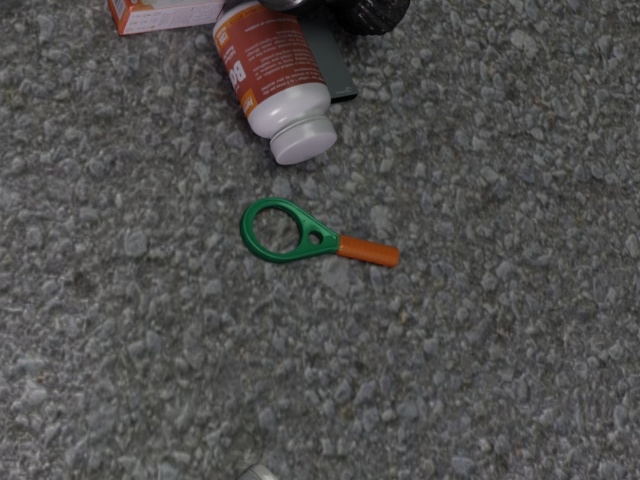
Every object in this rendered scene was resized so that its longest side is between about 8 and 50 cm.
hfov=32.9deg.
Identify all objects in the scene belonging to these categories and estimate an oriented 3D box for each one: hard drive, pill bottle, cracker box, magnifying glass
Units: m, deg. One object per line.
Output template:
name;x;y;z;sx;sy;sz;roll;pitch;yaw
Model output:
hard drive;-0.010;-0.264;1.612;0.094;0.022;0.135;-15;75;-28
pill bottle;-0.059;-0.221;1.514;0.121;0.121;0.216;-15;74;-28
cracker box;-0.198;-0.391;1.561;0.232;0.067;0.155;-14;74;-29
magnifying glass;0.000;0.000;1.502;0.231;0.026;0.092;12;63;-16

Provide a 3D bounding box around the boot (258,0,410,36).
boot;0.018;-0.356;1.494;0.260;0.131;0.348;35;22;-31

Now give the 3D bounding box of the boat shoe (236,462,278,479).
boat shoe;-0.040;0.355;1.305;0.063;0.066;0.184;-37;88;-18
